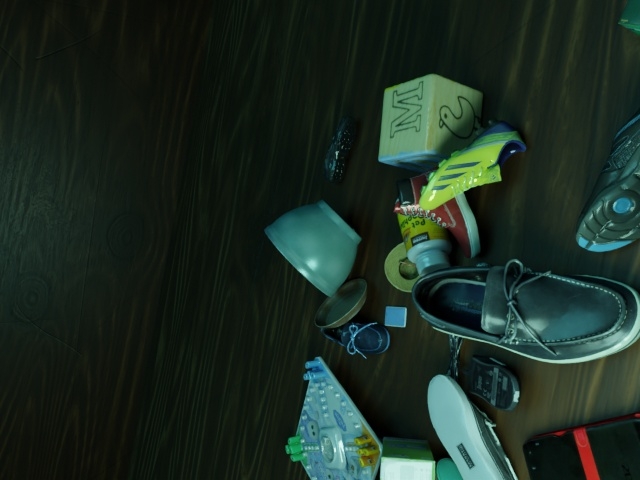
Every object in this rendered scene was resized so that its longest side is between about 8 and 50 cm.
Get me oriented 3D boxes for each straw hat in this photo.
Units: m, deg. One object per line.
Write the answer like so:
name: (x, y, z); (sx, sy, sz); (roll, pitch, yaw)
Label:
straw hat: (0.242, 0.078, 1.663); (0.061, 0.144, 0.145); (82, -177, -70)

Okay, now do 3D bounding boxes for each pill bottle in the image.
pill bottle: (0.271, -0.019, 1.602); (0.117, 0.117, 0.215); (-39, 52, 44)

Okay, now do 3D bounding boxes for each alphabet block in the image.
alphabet block: (0.282, -0.292, 1.589); (0.193, 0.192, 0.197); (-1, 83, 53)

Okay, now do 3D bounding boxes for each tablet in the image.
tablet: (0.211, 0.214, 1.732); (0.083, 0.006, 0.054); (-5, 78, 54)

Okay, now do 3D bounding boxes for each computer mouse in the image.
computer mouse: (0.386, 0.280, 1.425); (0.262, 0.060, 0.184); (179, 94, -67)

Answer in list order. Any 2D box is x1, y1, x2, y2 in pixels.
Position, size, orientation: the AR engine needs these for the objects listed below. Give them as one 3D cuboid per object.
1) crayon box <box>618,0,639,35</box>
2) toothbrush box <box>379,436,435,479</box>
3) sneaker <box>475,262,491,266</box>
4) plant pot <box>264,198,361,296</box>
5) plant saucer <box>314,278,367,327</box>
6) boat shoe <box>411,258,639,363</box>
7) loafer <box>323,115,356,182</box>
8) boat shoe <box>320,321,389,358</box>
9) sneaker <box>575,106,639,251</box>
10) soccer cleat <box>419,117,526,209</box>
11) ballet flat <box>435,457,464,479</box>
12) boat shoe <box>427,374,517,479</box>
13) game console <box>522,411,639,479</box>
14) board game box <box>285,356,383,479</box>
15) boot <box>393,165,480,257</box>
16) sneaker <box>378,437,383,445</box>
crayon box: (0.707, -0.444, 1.106); (0.278, 0.081, 0.165); (38, 114, 52)
toothbrush box: (0.197, 0.587, 1.435); (0.283, 0.122, 0.206); (62, -149, -79)
sneaker: (0.392, 0.076, 1.467); (0.135, 0.052, 0.058); (-23, 57, 49)
plant pot: (0.000, 0.000, 1.880); (0.196, 0.293, 0.293); (-46, 41, 3)
plant saucer: (0.069, 0.195, 1.843); (0.198, 0.036, 0.199); (-38, 16, 13)
boat shoe: (0.405, 0.141, 1.294); (0.500, 0.156, 0.187); (2, 72, 45)
loafer: (0.056, -0.300, 2.011); (0.078, 0.076, 0.223); (32, 113, 45)
boat shoe: (0.094, 0.289, 1.809); (0.258, 0.089, 0.109); (-11, 74, 54)
sneaker: (0.604, -0.130, 1.183); (0.140, 0.125, 0.341); (-85, 19, -60)
soccer cleat: (0.354, -0.162, 1.439); (0.289, 0.093, 0.121); (-42, 72, -3)
ballet flat: (0.359, 0.636, 1.356); (0.342, 0.116, 0.124); (36, 131, 48)
boat shoe: (0.350, 0.442, 1.391); (0.113, 0.104, 0.306); (-55, 49, 35)
game console: (0.556, 0.532, 1.134); (0.342, 0.060, 0.387); (-41, 50, 50)
board game box: (0.022, 0.610, 1.806); (0.390, 0.050, 0.390); (47, 132, 49)
boot: (0.279, -0.052, 1.517); (0.088, 0.176, 0.244); (85, 165, -79)
sneaker: (0.144, 0.578, 1.702); (0.158, 0.061, 0.065); (-8, 82, 55)
